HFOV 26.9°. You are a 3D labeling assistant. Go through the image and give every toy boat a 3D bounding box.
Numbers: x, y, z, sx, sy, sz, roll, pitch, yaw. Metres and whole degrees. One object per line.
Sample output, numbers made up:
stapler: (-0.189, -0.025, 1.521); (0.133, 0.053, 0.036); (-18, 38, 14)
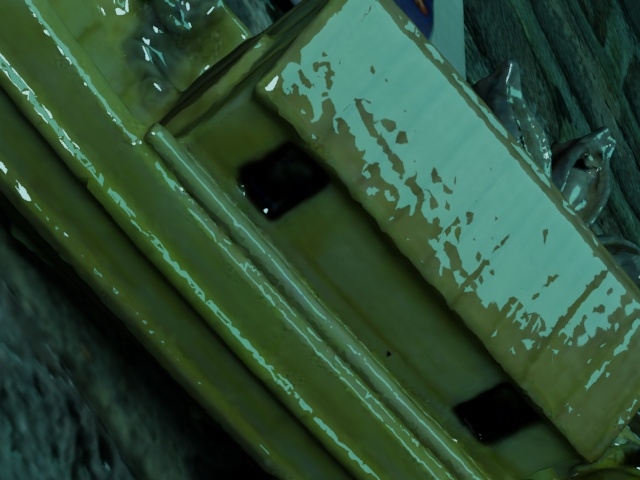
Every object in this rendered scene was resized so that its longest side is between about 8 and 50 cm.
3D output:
toy boat: (0.000, 0.000, 0.491); (0.445, 0.162, 0.136); (46, 35, -14)

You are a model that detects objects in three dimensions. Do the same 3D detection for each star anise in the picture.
star anise: (0.111, 0.022, 0.813); (0.223, 0.109, 0.236); (-28, 94, -50)

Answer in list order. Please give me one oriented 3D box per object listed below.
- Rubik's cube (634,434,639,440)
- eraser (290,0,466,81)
Rubik's cube: (0.312, 0.262, 0.843); (0.259, 0.253, 0.256); (61, 28, -12)
eraser: (0.017, -0.181, 0.829); (0.210, 0.068, 0.124); (47, 31, -36)
